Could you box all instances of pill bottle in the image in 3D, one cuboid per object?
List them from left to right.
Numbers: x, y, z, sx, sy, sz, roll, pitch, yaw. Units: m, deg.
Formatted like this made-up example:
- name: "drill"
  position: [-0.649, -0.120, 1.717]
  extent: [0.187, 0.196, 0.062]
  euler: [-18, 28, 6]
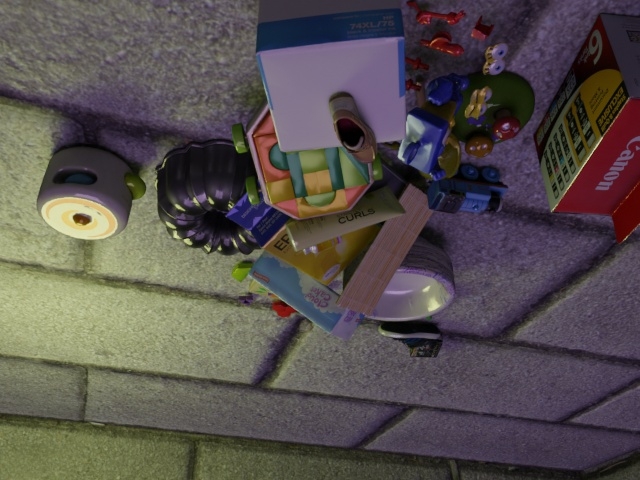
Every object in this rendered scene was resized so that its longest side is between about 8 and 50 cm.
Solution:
- name: "pill bottle"
  position: [0.000, 0.000, 1.376]
  extent: [0.083, 0.043, 0.043]
  euler: [-24, 147, -8]

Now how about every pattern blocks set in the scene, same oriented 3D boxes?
- name: "pattern blocks set"
  position: [-0.111, 0.116, 1.838]
  extent: [0.286, 0.026, 0.325]
  euler: [23, 140, -30]

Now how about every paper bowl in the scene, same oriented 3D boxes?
- name: "paper bowl"
  position: [0.198, 0.085, 1.681]
  extent: [0.285, 0.148, 0.284]
  euler: [0, 147, 0]

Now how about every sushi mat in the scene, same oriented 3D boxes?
- name: "sushi mat"
  position: [0.153, 0.025, 1.460]
  extent: [0.151, 0.019, 0.316]
  euler: [22, 101, -51]

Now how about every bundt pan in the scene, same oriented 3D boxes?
- name: "bundt pan"
  position: [-0.215, -0.072, 1.471]
  extent: [0.331, 0.124, 0.330]
  euler: [0, 147, 0]

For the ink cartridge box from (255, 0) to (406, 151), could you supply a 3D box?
- name: "ink cartridge box"
  position: [0.020, -0.306, 0.982]
  extent: [0.197, 0.269, 0.198]
  euler: [-5, 146, 5]

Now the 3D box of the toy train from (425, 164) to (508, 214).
- name: "toy train"
  position: [0.318, -0.109, 1.424]
  extent: [0.184, 0.105, 0.080]
  euler: [8, 146, -12]

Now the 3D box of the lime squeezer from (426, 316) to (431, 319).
- name: "lime squeezer"
  position: [0.291, 0.162, 1.897]
  extent: [0.110, 0.058, 0.310]
  euler: [12, 162, 43]

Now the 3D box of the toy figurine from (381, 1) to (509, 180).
- name: "toy figurine"
  position: [0.164, -0.195, 1.133]
  extent: [0.191, 0.217, 0.362]
  euler: [25, 144, 10]

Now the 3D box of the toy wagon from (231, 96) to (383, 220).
- name: "toy wagon"
  position: [-0.028, -0.197, 1.225]
  extent: [0.268, 0.068, 0.344]
  euler: [-11, 126, 1]

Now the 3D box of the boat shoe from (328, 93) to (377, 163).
- name: "boat shoe"
  position: [0.046, -0.148, 0.934]
  extent: [0.050, 0.045, 0.135]
  euler: [-16, 144, 20]

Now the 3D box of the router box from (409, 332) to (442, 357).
- name: "router box"
  position: [0.350, 0.350, 2.177]
  extent: [0.092, 0.038, 0.122]
  euler: [1, 146, -2]

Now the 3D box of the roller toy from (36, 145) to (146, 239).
- name: "roller toy"
  position: [-0.508, -0.093, 1.418]
  extent: [0.209, 0.146, 0.191]
  euler: [-27, 137, 35]

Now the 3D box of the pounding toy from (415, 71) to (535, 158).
- name: "pounding toy"
  position: [0.298, -0.220, 1.253]
  extent: [0.237, 0.110, 0.183]
  euler: [-2, 146, 3]

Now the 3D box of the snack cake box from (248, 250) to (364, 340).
- name: "snack cake box"
  position: [-0.032, 0.131, 1.597]
  extent: [0.264, 0.089, 0.152]
  euler: [33, 176, 23]

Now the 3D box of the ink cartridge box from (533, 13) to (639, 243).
- name: "ink cartridge box"
  position: [0.515, -0.186, 1.157]
  extent: [0.130, 0.271, 0.309]
  euler: [3, 146, -5]

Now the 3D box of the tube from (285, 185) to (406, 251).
- name: "tube"
  position: [0.048, -0.047, 1.340]
  extent: [0.240, 0.070, 0.062]
  euler: [-20, 180, -8]

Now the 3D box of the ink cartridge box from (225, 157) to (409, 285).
- name: "ink cartridge box"
  position: [0.011, -0.075, 1.396]
  extent: [0.303, 0.072, 0.307]
  euler: [-46, 134, 14]

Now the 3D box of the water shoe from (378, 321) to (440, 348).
- name: "water shoe"
  position: [0.279, 0.309, 2.064]
  extent: [0.203, 0.073, 0.080]
  euler: [6, 117, -9]
